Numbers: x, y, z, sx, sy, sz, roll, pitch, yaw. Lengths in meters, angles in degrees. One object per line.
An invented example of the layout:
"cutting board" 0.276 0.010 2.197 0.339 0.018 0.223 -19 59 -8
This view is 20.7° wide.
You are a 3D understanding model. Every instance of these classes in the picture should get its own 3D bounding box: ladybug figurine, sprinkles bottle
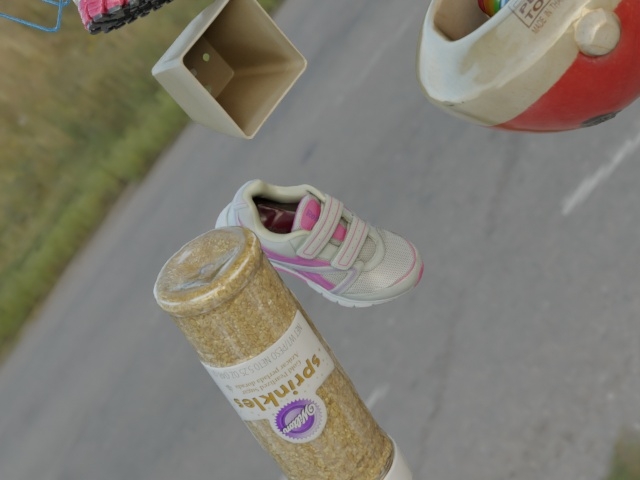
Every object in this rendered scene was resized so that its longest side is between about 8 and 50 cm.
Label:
"ladybug figurine" 0.241 -0.230 1.776 0.305 0.162 0.449 -48 15 12
"sprinkles bottle" -0.034 0.150 1.798 0.121 0.355 0.121 -24 31 15

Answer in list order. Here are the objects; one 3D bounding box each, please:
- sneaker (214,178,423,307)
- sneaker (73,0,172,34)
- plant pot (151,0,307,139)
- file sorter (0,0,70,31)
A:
"sneaker" 0.000 0.000 2.046 0.111 0.252 0.103 104 -179 -65
"sneaker" -0.139 -0.317 1.810 0.299 0.112 0.121 -29 1 -39
"plant pot" -0.100 -0.169 1.720 0.096 0.109 0.109 -4 44 53
"file sorter" -0.339 -0.357 2.129 0.118 0.104 0.170 115 173 -65
